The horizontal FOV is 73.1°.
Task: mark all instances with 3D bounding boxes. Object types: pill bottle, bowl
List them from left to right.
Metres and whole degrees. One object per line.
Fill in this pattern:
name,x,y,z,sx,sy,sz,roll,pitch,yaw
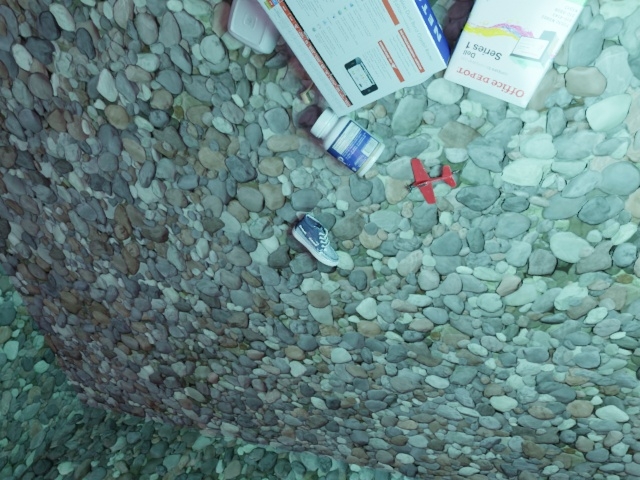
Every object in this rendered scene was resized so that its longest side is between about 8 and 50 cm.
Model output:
bowl,-0.172,-0.565,1.109,0.142,0.053,0.142,30,128,0
pill bottle,0.071,-0.272,1.174,0.187,0.112,0.112,37,126,-6

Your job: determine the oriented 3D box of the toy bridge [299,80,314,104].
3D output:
toy bridge,0.023,-0.424,1.146,0.188,0.026,0.063,-16,113,27

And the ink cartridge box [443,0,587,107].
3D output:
ink cartridge box,0.416,-0.459,0.930,0.201,0.117,0.278,22,126,5

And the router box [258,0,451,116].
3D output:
router box,0.078,-0.477,0.958,0.301,0.082,0.335,-13,130,38

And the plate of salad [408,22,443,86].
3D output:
plate of salad,0.193,-0.457,1.033,0.200,0.048,0.200,14,138,13

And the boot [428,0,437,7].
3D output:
boot,0.230,-0.618,0.898,0.112,0.115,0.305,11,150,-3

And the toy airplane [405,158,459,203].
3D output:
toy airplane,0.313,-0.166,1.209,0.151,0.028,0.151,9,125,13

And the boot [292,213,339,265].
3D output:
boot,0.000,0.000,1.398,0.190,0.069,0.086,39,128,-5
